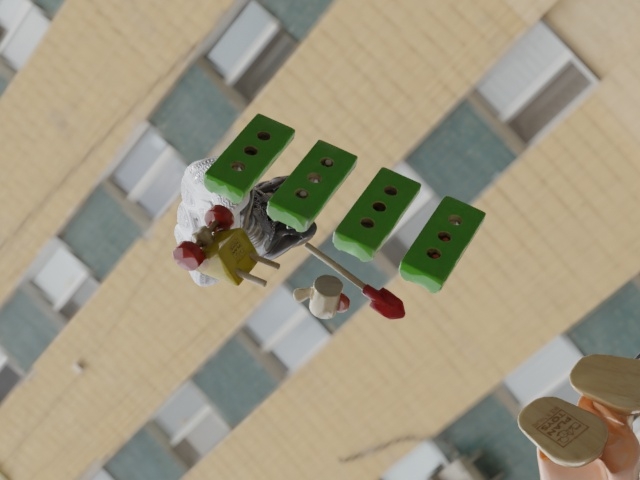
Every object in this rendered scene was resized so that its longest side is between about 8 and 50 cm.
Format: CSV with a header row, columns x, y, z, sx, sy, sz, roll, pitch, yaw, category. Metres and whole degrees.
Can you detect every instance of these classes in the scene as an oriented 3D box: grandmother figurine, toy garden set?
x,y,z,sx,sy,sz,roll,pitch,yaw,category
0.234,0.262,1.282,0.208,0.342,0.104,-30,-139,-18,grandmother figurine
0.000,0.000,1.403,0.244,0.049,0.204,25,-134,13,toy garden set

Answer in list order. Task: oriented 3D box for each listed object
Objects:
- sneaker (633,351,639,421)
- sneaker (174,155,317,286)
x,y,z,sx,sy,sz,roll,pitch,yaw,category
0.409,0.154,1.583,0.163,0.226,0.086,44,-175,14,sneaker
-0.079,-0.041,1.771,0.153,0.268,0.101,-21,-106,-19,sneaker
